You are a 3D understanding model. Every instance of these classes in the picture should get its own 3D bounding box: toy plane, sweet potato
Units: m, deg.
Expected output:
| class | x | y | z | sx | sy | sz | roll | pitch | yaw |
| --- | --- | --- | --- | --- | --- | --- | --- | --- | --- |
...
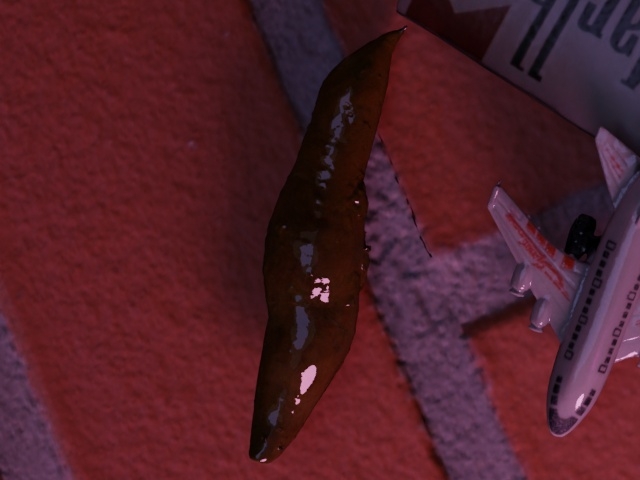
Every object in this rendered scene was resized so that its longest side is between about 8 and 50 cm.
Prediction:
| class | x | y | z | sx | sy | sz | roll | pitch | yaw |
| --- | --- | --- | --- | --- | --- | --- | --- | --- | --- |
| toy plane | 0.162 | 0.029 | 1.069 | 0.162 | 0.065 | 0.171 | 21 | 108 | 5 |
| sweet potato | 0.000 | 0.000 | 1.145 | 0.067 | 0.067 | 0.273 | 15 | 93 | 22 |

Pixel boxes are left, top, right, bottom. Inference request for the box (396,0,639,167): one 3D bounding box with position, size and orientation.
| class | x | y | z | sx | sy | sz | roll | pitch | yaw |
| --- | --- | --- | --- | --- | --- | --- | --- | --- | --- |
| box | 0.143 | -0.134 | 1.092 | 0.177 | 0.036 | 0.115 | 34 | 105 | 18 |
